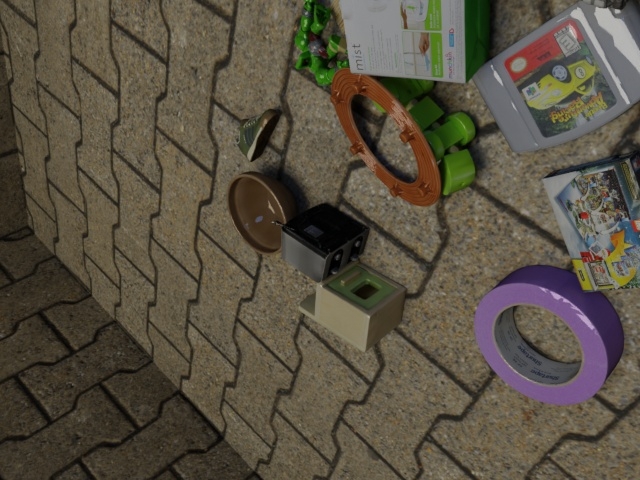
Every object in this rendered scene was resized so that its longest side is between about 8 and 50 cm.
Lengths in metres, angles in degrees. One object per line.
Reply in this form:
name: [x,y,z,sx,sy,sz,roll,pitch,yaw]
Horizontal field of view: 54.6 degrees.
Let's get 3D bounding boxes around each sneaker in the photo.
sneaker: [-0.178,-0.293,1.631,0.086,0.064,0.192,46,142,8]

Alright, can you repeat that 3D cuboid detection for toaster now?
toaster: [0.000,0.000,1.547,0.185,0.168,0.110,32,135,28]

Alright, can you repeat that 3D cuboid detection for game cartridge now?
game cartridge: [0.410,-0.270,1.039,0.294,0.060,0.196,-28,96,51]

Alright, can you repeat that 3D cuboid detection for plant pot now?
plant pot: [-0.139,-0.086,1.687,0.237,0.110,0.237,26,131,35]

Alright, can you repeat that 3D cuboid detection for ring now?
ring: [0.123,-0.202,1.279,0.336,0.032,0.336,51,168,15]

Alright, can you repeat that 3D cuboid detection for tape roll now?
tape roll: [0.454,0.191,1.251,0.275,0.090,0.275,26,131,34]

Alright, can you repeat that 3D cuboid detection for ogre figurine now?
ogre figurine: [0.000,-0.417,1.332,0.197,0.097,0.118,46,145,-1]

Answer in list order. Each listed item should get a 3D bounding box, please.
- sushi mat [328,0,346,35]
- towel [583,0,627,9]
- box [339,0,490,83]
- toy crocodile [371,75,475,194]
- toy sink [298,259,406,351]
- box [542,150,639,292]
sushi mat: [0.133,-0.505,1.205,0.151,0.019,0.316,54,141,5]
towel: [0.382,-0.496,0.859,0.235,0.121,0.284,42,129,31]
box: [0.158,-0.418,1.054,0.231,0.127,0.262,14,133,31]
toy crocodile: [0.193,-0.246,1.231,0.340,0.115,0.105,54,158,8]
toy sink: [0.075,0.144,1.573,0.234,0.153,0.131,29,132,33]
box: [0.508,-0.026,1.091,0.159,0.044,0.233,-12,104,50]
